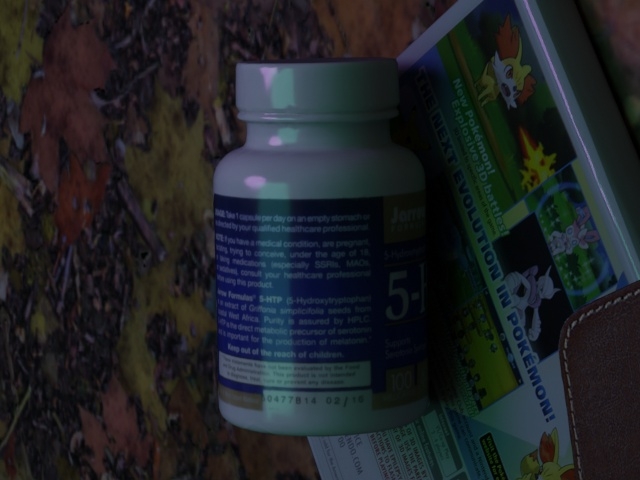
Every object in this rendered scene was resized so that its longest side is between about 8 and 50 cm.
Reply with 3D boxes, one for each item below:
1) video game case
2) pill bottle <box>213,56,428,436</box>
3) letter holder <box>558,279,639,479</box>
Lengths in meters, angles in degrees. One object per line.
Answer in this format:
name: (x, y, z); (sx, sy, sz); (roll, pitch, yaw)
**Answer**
video game case: (0.084, 0.064, 1.037); (0.300, 0.036, 0.329); (-40, 63, 49)
pill bottle: (0.000, 0.000, 1.014); (0.112, 0.112, 0.187); (8, 102, 53)
letter holder: (0.249, 0.093, 0.725); (0.302, 0.152, 0.214); (-17, 80, 53)
